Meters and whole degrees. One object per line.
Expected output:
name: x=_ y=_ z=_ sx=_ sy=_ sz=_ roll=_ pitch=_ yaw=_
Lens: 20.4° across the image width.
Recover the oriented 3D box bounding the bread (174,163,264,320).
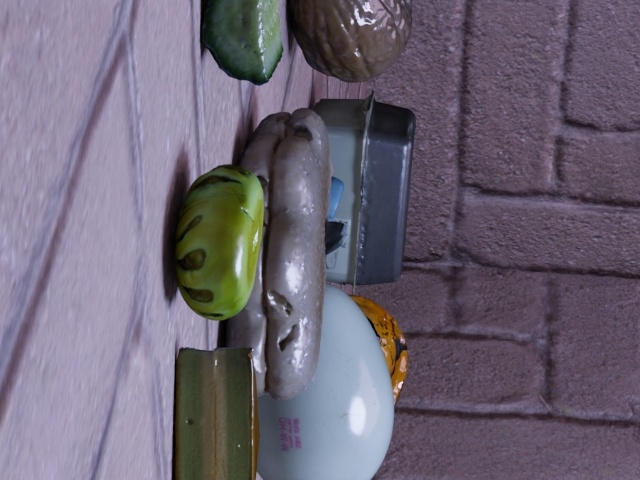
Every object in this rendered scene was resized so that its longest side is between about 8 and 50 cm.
bread: x=-0.088 y=0.000 z=1.527 sx=0.130 sy=0.071 sz=0.139 roll=81 pitch=15 yaw=-59

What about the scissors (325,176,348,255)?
scissors: x=0.000 y=0.000 z=2.179 sx=0.193 sy=0.029 sz=0.447 roll=-65 pitch=-174 yaw=-5

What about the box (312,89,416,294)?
box: x=0.058 y=-0.079 z=2.788 sx=0.220 sy=0.166 sz=0.290 roll=-77 pitch=171 yaw=-69

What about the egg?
egg: x=-0.007 y=0.177 z=2.062 sx=0.183 sy=0.183 sz=0.264 roll=-49 pitch=136 yaw=-83

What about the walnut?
walnut: x=0.036 y=-0.310 z=2.335 sx=0.230 sy=0.178 sz=0.178 roll=68 pitch=24 yaw=-53

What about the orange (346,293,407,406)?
orange: x=0.012 y=0.180 z=2.280 sx=0.234 sy=0.182 sz=0.234 roll=9 pitch=90 yaw=-79

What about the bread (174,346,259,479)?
bread: x=-0.094 y=0.167 z=1.594 sx=0.139 sy=0.074 sz=0.084 roll=91 pitch=2 yaw=-49

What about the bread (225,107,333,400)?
bread: x=-0.044 y=-0.003 z=1.921 sx=0.183 sy=0.102 sz=0.337 roll=86 pitch=9 yaw=-66

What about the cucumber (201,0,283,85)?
cucumber: x=-0.071 y=-0.209 z=1.623 sx=0.115 sy=0.062 sz=0.116 roll=-81 pitch=166 yaw=-66
